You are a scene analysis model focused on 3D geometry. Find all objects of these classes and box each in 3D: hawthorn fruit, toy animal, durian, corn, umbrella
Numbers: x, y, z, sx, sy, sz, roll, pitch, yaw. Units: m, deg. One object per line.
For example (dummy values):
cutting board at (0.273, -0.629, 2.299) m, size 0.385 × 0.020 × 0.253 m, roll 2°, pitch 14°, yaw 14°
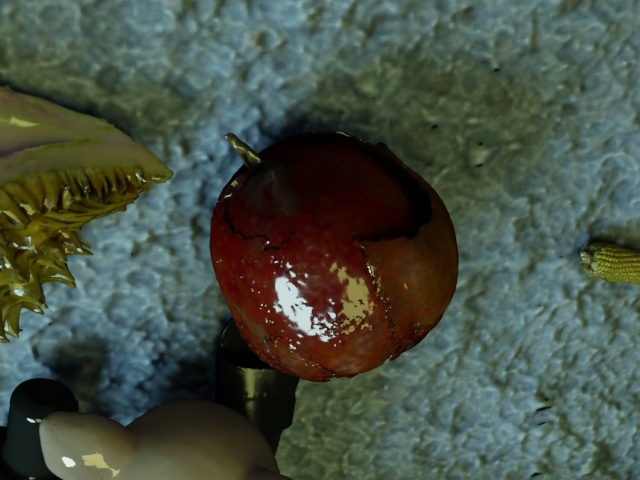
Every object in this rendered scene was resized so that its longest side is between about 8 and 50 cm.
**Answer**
hawthorn fruit at (0.000, 0.000, 0.634) m, size 0.148 × 0.148 × 0.172 m, roll -37°, pitch 104°, yaw 6°
toy animal at (-0.100, 0.207, 0.684) m, size 0.166 × 0.154 × 0.250 m, roll 6°, pitch 129°, yaw -10°
durian at (-0.258, 0.004, 0.583) m, size 0.305 × 0.185 × 0.195 m, roll 10°, pitch 139°, yaw -30°
corn at (0.221, 0.018, 0.773) m, size 0.083 × 0.028 × 0.027 m, roll 10°, pitch 110°, yaw -26°
umbrella at (-0.216, 0.240, 0.744) m, size 0.067 × 0.073 × 0.337 m, roll 1°, pitch 119°, yaw -27°

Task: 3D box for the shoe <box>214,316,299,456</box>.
shoe at (-0.046, 0.125, 0.741) m, size 0.062 × 0.053 × 0.159 m, roll 2°, pitch 121°, yaw -14°
